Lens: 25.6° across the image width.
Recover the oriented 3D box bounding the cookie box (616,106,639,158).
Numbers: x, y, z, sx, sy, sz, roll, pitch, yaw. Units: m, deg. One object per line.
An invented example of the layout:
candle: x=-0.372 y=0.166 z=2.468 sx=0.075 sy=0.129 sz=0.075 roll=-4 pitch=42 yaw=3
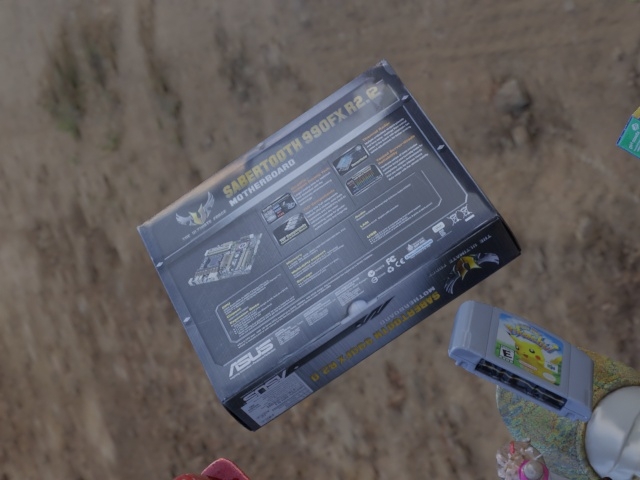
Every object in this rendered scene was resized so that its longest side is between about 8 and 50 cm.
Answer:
cookie box: x=0.347 y=-0.094 z=1.333 sx=0.107 sy=0.092 sz=0.040 roll=32 pitch=128 yaw=15

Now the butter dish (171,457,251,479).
butter dish: x=-0.119 y=0.273 z=1.225 sx=0.160 sy=0.160 sz=0.118 roll=43 pitch=180 yaw=41

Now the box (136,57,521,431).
box: x=0.000 y=0.000 z=1.014 sx=0.183 sy=0.231 sz=0.056 roll=58 pitch=-176 yaw=39

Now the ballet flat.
ballet flat: x=0.304 y=0.197 z=1.201 sx=0.348 sy=0.123 sz=0.123 roll=37 pitch=168 yaw=-21

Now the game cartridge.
game cartridge: x=0.111 y=0.064 z=0.767 sx=0.056 sy=0.083 sz=0.017 roll=-71 pitch=7 yaw=-62

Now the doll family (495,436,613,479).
doll family: x=0.184 y=0.227 z=1.006 sx=0.163 sy=0.118 sz=0.263 roll=32 pitch=-179 yaw=38
